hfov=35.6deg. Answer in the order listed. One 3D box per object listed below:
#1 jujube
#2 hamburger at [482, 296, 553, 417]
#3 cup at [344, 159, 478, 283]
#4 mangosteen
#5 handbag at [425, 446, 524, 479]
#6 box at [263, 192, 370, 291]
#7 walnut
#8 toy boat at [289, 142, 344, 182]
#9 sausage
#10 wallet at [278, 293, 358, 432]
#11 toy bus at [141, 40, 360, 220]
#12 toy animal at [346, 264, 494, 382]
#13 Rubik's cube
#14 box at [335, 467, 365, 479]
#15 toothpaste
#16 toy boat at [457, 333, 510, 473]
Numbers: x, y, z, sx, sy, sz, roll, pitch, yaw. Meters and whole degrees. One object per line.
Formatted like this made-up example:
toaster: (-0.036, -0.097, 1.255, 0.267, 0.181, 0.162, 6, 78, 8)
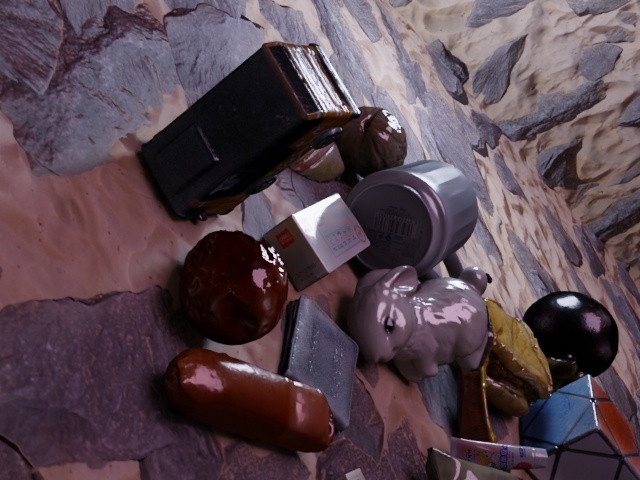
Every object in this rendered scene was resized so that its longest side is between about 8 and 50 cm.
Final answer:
jujube: (-0.135, 0.060, 1.530, 0.168, 0.168, 0.236, 44, 10, -24)
hamburger: (0.422, 0.276, 2.312, 0.283, 0.144, 0.260, 35, 27, -31)
cup: (0.215, -0.011, 2.182, 0.323, 0.236, 0.327, 63, 23, 1)
mangosteen: (0.644, 0.286, 2.627, 0.275, 0.275, 0.302, 36, 66, -37)
handbag: (0.312, 0.529, 1.827, 0.315, 0.109, 0.253, 30, 39, -45)
box: (0.000, 0.000, 1.944, 0.135, 0.079, 0.269, 57, 24, 1)
walnut: (0.118, -0.225, 2.339, 0.178, 0.178, 0.230, 65, 8, 20)
toy boat: (-0.053, -0.263, 2.159, 0.276, 0.111, 0.294, -18, 85, -58)
sausage: (-0.098, 0.237, 1.450, 0.348, 0.094, 0.097, 31, 47, -47)
wallet: (-0.001, 0.207, 1.734, 0.167, 0.036, 0.222, 46, 26, -22)
toy bus: (-0.121, -0.177, 1.644, 0.162, 0.323, 0.194, 60, 26, 9)
toy animal: (0.190, 0.151, 1.978, 0.357, 0.193, 0.258, 18, 81, -47)
Rubik's cube: (0.602, 0.477, 2.314, 0.207, 0.205, 0.205, 48, 25, -20)
box: (0.062, 0.413, 1.606, 0.054, 0.024, 0.083, -1, 61, -60)
toothpaste: (0.348, 0.424, 1.958, 0.043, 0.194, 0.067, 160, -66, -80)
toy boat: (0.335, 0.336, 2.083, 0.141, 0.099, 0.318, 98, -5, -55)
